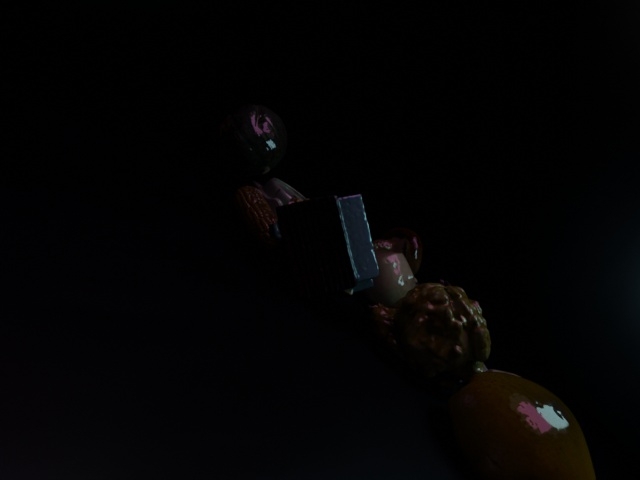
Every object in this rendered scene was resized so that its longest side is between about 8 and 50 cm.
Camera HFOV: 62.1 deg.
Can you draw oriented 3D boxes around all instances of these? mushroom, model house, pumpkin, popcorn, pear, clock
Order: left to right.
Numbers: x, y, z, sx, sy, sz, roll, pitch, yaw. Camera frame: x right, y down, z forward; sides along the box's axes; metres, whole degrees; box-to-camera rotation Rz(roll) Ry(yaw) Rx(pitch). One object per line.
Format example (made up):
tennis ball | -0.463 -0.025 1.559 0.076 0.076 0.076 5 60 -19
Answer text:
pumpkin | -0.272 -0.374 2.052 0.257 0.291 0.328 59 21 -3
clock | -0.119 -0.127 2.004 0.324 0.108 0.265 36 12 -15
model house | -0.013 0.031 1.458 0.230 0.249 0.280 -13 -89 64
mushroom | 0.339 0.058 2.391 0.267 0.267 0.254 44 12 24
popcorn | 0.333 0.261 1.538 0.335 0.279 0.274 51 31 -1
pear | 0.504 0.470 1.267 0.386 0.191 0.340 48 30 23

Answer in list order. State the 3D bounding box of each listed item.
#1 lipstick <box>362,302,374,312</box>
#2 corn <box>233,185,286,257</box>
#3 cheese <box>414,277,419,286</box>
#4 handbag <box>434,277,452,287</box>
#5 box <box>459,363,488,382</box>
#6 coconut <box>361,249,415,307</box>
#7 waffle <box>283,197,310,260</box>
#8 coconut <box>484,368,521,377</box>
lipstick | 0.191 0.237 1.784 0.027 0.027 0.176 47 12 33
corn | -0.185 -0.064 1.588 0.101 0.101 0.310 28 21 -44
cheese | 0.371 0.151 2.613 0.251 0.054 0.127 37 12 -6
handbag | 0.543 0.285 2.301 0.203 0.074 0.216 42 -33 19
box | 0.504 0.423 1.870 0.109 0.029 0.198 -7 23 -6
coconut | 0.227 0.131 1.877 0.224 0.224 0.224 37 11 -9
waffle | -0.008 -0.006 1.671 0.301 0.058 0.281 40 53 0
coconut | 0.508 0.453 1.538 0.171 0.183 0.171 39 10 -8
